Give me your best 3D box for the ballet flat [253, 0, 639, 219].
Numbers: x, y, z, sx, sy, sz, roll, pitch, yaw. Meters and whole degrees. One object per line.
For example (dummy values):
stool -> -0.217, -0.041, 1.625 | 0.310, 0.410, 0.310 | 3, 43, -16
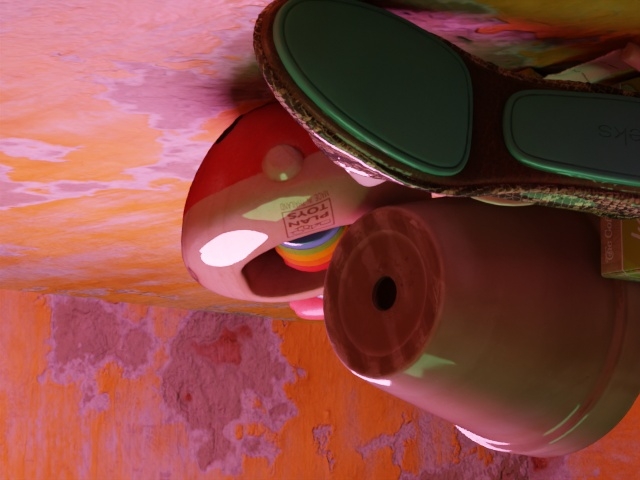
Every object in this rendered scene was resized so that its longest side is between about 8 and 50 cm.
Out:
ballet flat -> 0.135, -0.099, 1.500 | 0.483, 0.164, 0.182 | 13, 158, -21

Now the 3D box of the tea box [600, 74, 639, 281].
tea box -> 0.519, -0.067, 1.638 | 0.329, 0.220, 0.323 | 7, 169, -33

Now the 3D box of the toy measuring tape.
toy measuring tape -> 0.221, -0.119, 1.645 | 0.121, 0.121, 0.330 | 7, 169, -31

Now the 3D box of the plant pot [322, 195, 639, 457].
plant pot -> 0.165, 0.076, 1.740 | 0.280, 0.323, 0.323 | 9, 168, -41

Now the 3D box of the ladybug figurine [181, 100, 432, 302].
ladybug figurine -> -0.025, -0.050, 1.860 | 0.305, 0.162, 0.449 | -16, 165, -3

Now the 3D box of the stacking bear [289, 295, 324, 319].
stacking bear -> 0.000, 0.000, 2.327 | 0.164, 0.175, 0.289 | 0, 163, 15
